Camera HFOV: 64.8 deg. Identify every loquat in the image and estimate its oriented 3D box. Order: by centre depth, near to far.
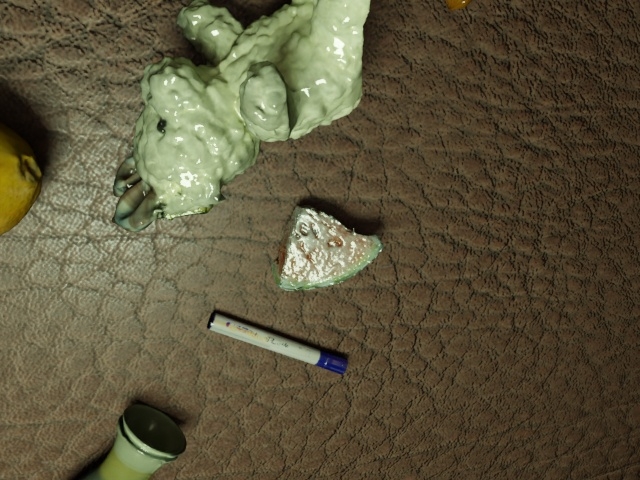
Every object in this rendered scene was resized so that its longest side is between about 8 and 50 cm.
[{"bbox_3d":[-0.467,-0.077,0.619,0.234,0.187,0.176,-2,66,-5],"label":"loquat"}]

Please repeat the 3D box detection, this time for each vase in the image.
[{"bbox_3d":[-0.361,0.435,0.828,0.173,0.173,0.321,33,90,-22],"label":"vase"}]

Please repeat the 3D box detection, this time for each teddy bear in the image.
[{"bbox_3d":[-0.132,-0.213,0.594,0.362,0.327,0.375,-17,139,-9],"label":"teddy bear"}]

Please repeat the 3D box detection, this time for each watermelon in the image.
[{"bbox_3d":[0.000,0.000,0.833,0.187,0.071,0.139,-20,104,1],"label":"watermelon"}]

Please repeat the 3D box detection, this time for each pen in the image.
[{"bbox_3d":[-0.071,0.183,0.887,0.269,0.033,0.033,24,100,-20],"label":"pen"}]

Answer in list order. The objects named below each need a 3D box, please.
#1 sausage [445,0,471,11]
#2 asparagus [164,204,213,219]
[{"bbox_3d":[0.242,-0.439,0.763,0.062,0.054,0.183,34,100,6],"label":"sausage"},{"bbox_3d":[-0.220,-0.047,0.779,0.108,0.021,0.025,-9,110,-12],"label":"asparagus"}]
